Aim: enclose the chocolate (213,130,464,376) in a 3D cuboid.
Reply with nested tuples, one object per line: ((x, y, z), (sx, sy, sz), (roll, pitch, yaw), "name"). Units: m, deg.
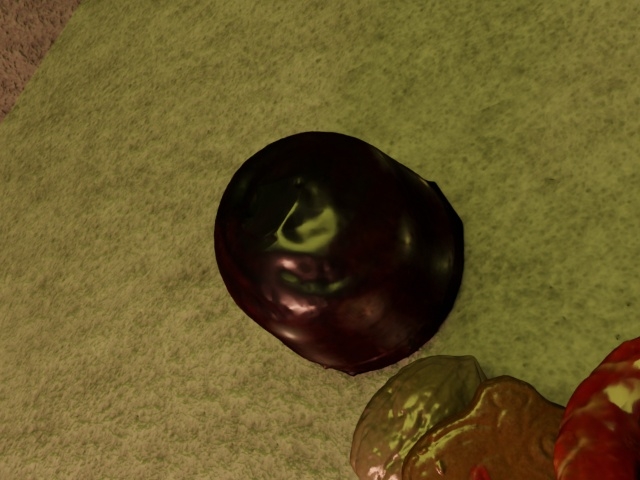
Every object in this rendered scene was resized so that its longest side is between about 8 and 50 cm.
((0.000, 0.000, 1.127), (0.383, 0.331, 0.384), (-15, 61, 28), "chocolate")

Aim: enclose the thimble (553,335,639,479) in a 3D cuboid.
((0.422, 0.246, 0.731), (0.350, 0.230, 0.350), (-37, 22, 18), "thimble")

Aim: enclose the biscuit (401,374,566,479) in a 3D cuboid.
((0.240, 0.320, 0.903), (0.257, 0.049, 0.273), (-43, 93, 1), "biscuit")

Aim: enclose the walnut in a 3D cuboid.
((0.148, 0.255, 1.007), (0.178, 0.178, 0.230), (31, 86, 38), "walnut")
